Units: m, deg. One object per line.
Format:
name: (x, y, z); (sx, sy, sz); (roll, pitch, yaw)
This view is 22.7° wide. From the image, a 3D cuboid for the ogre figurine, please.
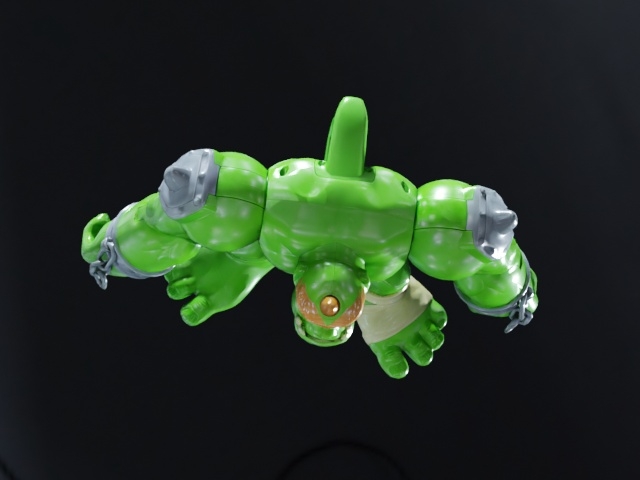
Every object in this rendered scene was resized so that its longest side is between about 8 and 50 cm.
ogre figurine: (0.000, 0.000, 0.668); (0.197, 0.118, 0.097); (25, 71, 3)
